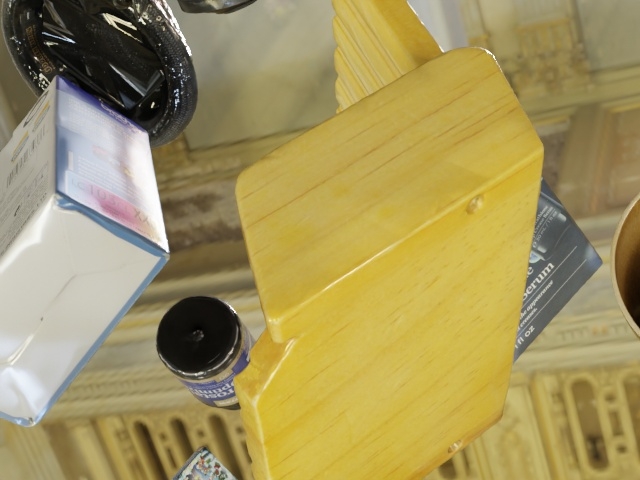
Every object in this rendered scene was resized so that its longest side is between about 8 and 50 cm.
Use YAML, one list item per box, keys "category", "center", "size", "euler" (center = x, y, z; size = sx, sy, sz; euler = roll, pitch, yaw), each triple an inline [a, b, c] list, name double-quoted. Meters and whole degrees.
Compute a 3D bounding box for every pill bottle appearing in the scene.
- category: "pill bottle"
  center: [-0.149, 0.170, 1.590]
  size: [0.122, 0.219, 0.123]
  euler: [-5, -115, 10]

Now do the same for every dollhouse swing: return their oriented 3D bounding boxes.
- category: "dollhouse swing"
  center: [0.000, 0.000, 0.898]
  size: [0.315, 0.347, 0.305]
  euler: [-32, -124, -20]

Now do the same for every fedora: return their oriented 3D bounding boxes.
- category: "fedora"
  center: [-0.309, -0.305, 1.670]
  size: [0.334, 0.334, 0.152]
  euler: [-5, -146, 30]

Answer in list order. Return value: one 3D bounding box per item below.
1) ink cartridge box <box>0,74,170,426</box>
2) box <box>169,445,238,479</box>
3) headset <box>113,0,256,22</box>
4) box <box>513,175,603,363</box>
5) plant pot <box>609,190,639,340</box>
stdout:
- category: "ink cartridge box"
  center: [-0.325, -0.015, 1.302]
  size: [0.270, 0.151, 0.395]
  euler: [-49, -151, 15]
- category: "box"
  center: [-0.163, 0.392, 1.667]
  size: [0.094, 0.137, 0.027]
  euler: [-48, -168, -27]
- category: "headset"
  center: [-0.132, -0.372, 1.243]
  size: [0.185, 0.243, 0.394]
  euler: [-43, -171, -38]
- category: "box"
  center: [0.172, -0.006, 1.583]
  size: [0.293, 0.395, 0.212]
  euler: [-48, -140, -3]
- category: "plant pot"
  center: [0.447, 0.059, 1.256]
  size: [0.237, 0.237, 0.254]
  euler: [-14, 161, 8]
